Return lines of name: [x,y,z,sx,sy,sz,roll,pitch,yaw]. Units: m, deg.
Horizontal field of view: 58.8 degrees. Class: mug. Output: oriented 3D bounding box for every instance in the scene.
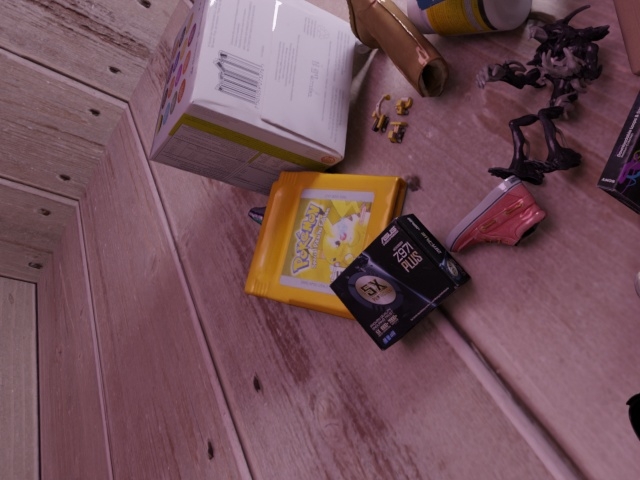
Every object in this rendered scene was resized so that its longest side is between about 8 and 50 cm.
mug: [0.097,-0.469,1.302,0.078,0.062,0.064,-36,56,45]

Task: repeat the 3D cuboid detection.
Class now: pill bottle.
pill bottle: [0.262,-0.433,1.026,0.208,0.119,0.119,19,89,53]

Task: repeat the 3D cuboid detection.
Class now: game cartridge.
game cartridge: [0.000,0.000,1.156,0.323,0.052,0.285,8,80,37]

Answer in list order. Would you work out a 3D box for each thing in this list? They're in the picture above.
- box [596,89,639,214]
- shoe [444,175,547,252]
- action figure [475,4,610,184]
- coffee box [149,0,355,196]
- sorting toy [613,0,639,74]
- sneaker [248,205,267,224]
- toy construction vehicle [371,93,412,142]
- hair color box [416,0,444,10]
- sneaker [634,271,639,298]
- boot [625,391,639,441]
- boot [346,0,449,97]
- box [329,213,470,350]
box: [0.411,-0.120,0.701,0.029,0.116,0.162,27,95,55]
shoe: [0.267,-0.014,0.877,0.081,0.063,0.178,55,140,18]
action figure: [0.328,-0.231,0.839,0.164,0.141,0.276,-6,71,62]
coffee box: [-0.157,-0.332,1.288,0.334,0.338,0.338,-22,57,58]
sorting toy: [0.504,-0.345,0.759,0.208,0.038,0.193,-28,54,47]
sneaker: [-0.074,-0.061,1.327,0.223,0.083,0.098,21,80,42]
toy construction vehicle: [0.142,-0.253,1.165,0.086,0.035,0.098,21,91,53]
hair color box: [0.248,-0.518,0.941,0.174,0.105,0.347,-13,35,28]
sneaker: [0.446,0.001,0.606,0.252,0.111,0.103,-55,39,18]
boot: [0.383,0.243,0.555,0.077,0.137,0.198,-50,42,25]
boot: [0.154,-0.381,1.131,0.089,0.236,0.269,-37,68,11]
box: [0.130,0.069,0.949,0.180,0.077,0.147,-47,74,27]
